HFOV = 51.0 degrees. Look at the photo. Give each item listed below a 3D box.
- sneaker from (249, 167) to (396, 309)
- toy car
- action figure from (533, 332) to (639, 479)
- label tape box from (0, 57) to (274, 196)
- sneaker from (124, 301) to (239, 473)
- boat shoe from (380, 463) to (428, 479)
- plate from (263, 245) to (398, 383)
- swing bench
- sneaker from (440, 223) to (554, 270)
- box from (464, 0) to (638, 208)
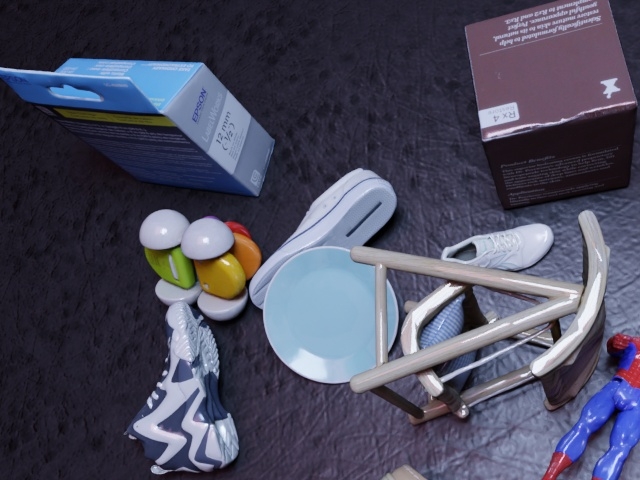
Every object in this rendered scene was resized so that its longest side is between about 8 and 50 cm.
[{"bbox_3d":[0.000,0.000,0.972,0.258,0.094,0.091,-40,30,8],"label":"sneaker"},{"bbox_3d":[-0.172,0.020,1.005,0.182,0.159,0.136,11,39,26],"label":"toy car"},{"bbox_3d":[0.326,0.158,0.701,0.091,0.139,0.280,32,57,22],"label":"action figure"},{"bbox_3d":[-0.256,-0.191,0.993,0.249,0.348,0.115,9,72,25],"label":"label tape box"},{"bbox_3d":[-0.217,0.215,0.943,0.153,0.094,0.235,-19,85,12],"label":"sneaker"},{"bbox_3d":[0.223,0.337,0.720,0.341,0.122,0.110,32,79,19],"label":"boat shoe"},{"bbox_3d":[0.014,0.101,0.919,0.188,0.024,0.188,1,94,12],"label":"plate"},{"bbox_3d":[0.190,0.103,0.744,0.254,0.253,0.165,-8,66,20],"label":"swing bench"},{"bbox_3d":[0.229,0.014,0.877,0.152,0.061,0.054,-21,61,12],"label":"sneaker"},{"bbox_3d":[0.288,-0.165,0.844,0.168,0.203,0.167,-10,65,18],"label":"box"}]
